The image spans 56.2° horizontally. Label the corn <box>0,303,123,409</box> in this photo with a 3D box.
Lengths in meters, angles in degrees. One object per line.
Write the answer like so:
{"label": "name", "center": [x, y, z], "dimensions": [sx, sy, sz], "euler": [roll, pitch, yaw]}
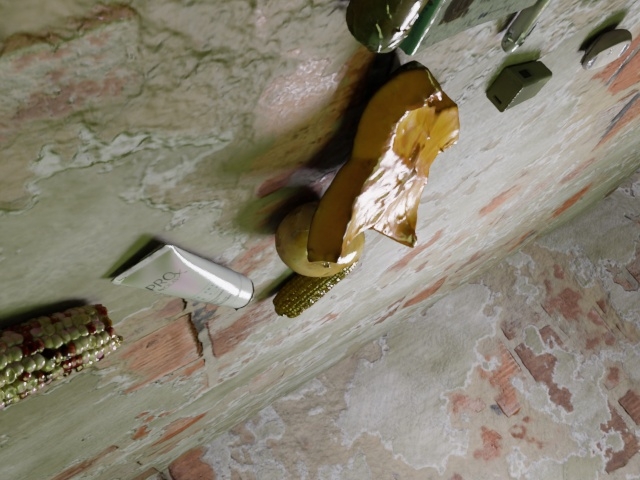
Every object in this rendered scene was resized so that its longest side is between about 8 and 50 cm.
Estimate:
{"label": "corn", "center": [-0.359, 0.143, 0.679], "dimensions": [0.280, 0.092, 0.092], "euler": [-20, 157, -41]}

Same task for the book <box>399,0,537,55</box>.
{"label": "book", "center": [0.229, -0.344, 0.525], "dimensions": [0.264, 0.031, 0.379], "euler": [-32, 164, -35]}

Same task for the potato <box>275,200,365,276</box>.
{"label": "potato", "center": [0.000, 0.000, 0.913], "dimensions": [0.118, 0.109, 0.178], "euler": [-20, 164, 25]}

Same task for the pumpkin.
{"label": "pumpkin", "center": [0.106, -0.102, 0.807], "dimensions": [0.258, 0.095, 0.290], "euler": [-15, 138, -53]}

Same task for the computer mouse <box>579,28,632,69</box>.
{"label": "computer mouse", "center": [0.488, -0.332, 1.031], "dimensions": [0.096, 0.039, 0.066], "euler": [-24, 160, -8]}

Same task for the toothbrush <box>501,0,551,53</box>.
{"label": "toothbrush", "center": [0.332, -0.372, 0.654], "dimensions": [0.040, 0.042, 0.418], "euler": [8, 143, -20]}

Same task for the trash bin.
{"label": "trash bin", "center": [0.315, -0.246, 0.947], "dimensions": [0.092, 0.043, 0.061], "euler": [-26, 160, -35]}

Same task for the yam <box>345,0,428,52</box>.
{"label": "yam", "center": [0.100, -0.277, 0.446], "dimensions": [0.071, 0.067, 0.317], "euler": [14, 146, -15]}

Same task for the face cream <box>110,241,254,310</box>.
{"label": "face cream", "center": [-0.175, 0.053, 0.838], "dimensions": [0.092, 0.058, 0.243], "euler": [-34, 156, 13]}

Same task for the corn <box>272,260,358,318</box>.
{"label": "corn", "center": [-0.013, 0.080, 1.156], "dimensions": [0.207, 0.068, 0.068], "euler": [-40, 161, 19]}
